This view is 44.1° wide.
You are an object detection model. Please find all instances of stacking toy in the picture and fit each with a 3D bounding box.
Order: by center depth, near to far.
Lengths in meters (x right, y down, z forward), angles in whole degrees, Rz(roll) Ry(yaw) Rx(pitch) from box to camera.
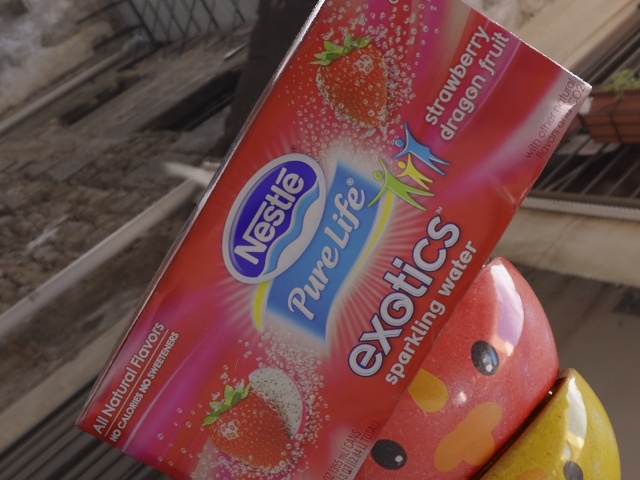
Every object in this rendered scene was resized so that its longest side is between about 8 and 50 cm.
[{"bbox_3d":[0.117,0.156,0.631,0.480,0.350,0.350,42,-27,13],"label":"stacking toy"}]

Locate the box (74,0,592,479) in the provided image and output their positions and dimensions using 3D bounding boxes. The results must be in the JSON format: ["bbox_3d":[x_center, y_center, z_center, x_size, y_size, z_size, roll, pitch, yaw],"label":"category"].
[{"bbox_3d":[0.000,0.000,0.406,0.128,0.257,0.122,31,3,-9],"label":"box"}]
